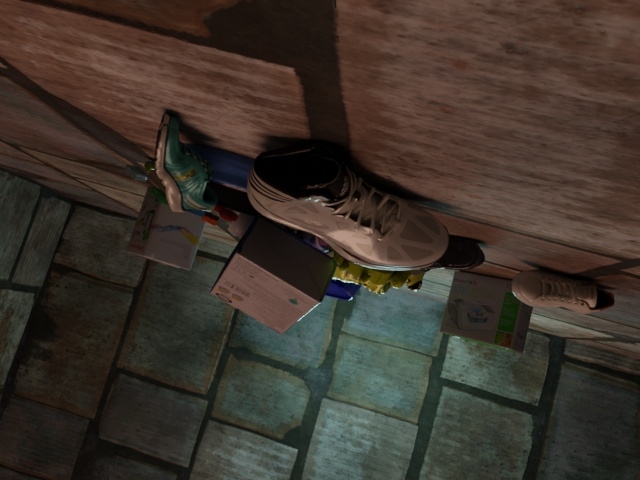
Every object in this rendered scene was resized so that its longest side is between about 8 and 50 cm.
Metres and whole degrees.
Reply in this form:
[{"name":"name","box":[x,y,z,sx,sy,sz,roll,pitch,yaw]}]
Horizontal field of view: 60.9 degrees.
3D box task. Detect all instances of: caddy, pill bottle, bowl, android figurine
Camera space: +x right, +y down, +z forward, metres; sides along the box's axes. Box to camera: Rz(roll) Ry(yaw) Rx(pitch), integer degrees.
[{"name":"caddy","box":[0.049,0.096,2.161,0.241,0.179,0.341,47,157,-29]},{"name":"pill bottle","box":[-0.163,0.005,1.771,0.265,0.153,0.153,41,171,-2]},{"name":"bowl","box":[-0.207,-0.135,1.404,0.392,0.077,0.391,16,172,2]},{"name":"android figurine","box":[0.138,0.049,1.545,0.248,0.056,0.273,30,-153,12]}]

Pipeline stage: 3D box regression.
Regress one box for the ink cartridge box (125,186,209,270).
[{"name":"ink cartridge box","box":[-0.580,-0.045,2.082,0.197,0.269,0.198,22,170,-38]}]

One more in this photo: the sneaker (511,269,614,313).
[{"name":"sneaker","box":[0.663,0.132,1.471,0.290,0.105,0.123,11,165,-18]}]

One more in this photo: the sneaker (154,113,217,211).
[{"name":"sneaker","box":[-0.282,-0.161,1.152,0.110,0.107,0.275,0,149,1]}]

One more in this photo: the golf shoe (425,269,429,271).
[{"name":"golf shoe","box":[0.307,0.064,1.816,0.094,0.077,0.198,4,-174,-41]}]

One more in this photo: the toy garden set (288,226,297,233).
[{"name":"toy garden set","box":[-0.141,-0.038,2.071,0.204,0.049,0.244,21,172,-40]}]

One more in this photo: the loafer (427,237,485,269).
[{"name":"loafer","box":[0.294,0.034,1.478,0.303,0.109,0.095,8,174,33]}]

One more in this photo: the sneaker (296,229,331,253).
[{"name":"sneaker","box":[0.000,-0.001,1.885,0.161,0.102,0.282,18,162,10]}]

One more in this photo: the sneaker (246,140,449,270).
[{"name":"sneaker","box":[0.063,-0.055,1.063,0.448,0.169,0.257,19,174,-3]}]

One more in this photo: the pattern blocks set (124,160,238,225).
[{"name":"pattern blocks set","box":[-0.386,-0.137,1.536,0.285,0.026,0.325,38,-169,10]}]

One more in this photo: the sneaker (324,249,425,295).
[{"name":"sneaker","box":[0.144,0.099,1.738,0.385,0.147,0.145,-7,165,27]}]

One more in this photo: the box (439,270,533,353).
[{"name":"box","box":[0.581,0.245,1.885,0.262,0.231,0.127,10,171,40]}]

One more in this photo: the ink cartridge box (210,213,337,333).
[{"name":"ink cartridge box","box":[-0.158,0.124,1.618,0.270,0.151,0.395,32,145,-7]}]
